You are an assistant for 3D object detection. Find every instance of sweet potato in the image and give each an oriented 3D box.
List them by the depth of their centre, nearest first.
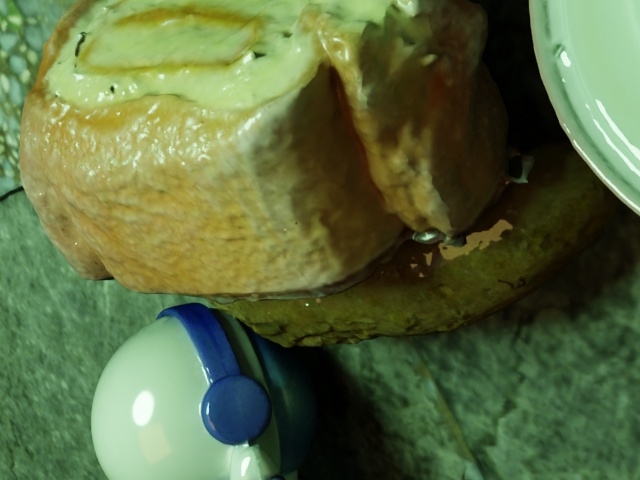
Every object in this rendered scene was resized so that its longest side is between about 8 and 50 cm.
[{"bbox_3d":[0.001,0.004,0.621,0.341,0.092,0.114,2,88,38],"label":"sweet potato"}]

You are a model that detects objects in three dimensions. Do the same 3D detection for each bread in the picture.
[{"bbox_3d":[-0.024,-0.071,0.538,0.244,0.190,0.123,4,146,37],"label":"bread"}]

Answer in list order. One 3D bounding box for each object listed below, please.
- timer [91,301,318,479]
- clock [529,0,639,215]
[{"bbox_3d":[-0.037,0.224,0.685,0.270,0.270,0.383,-18,85,43],"label":"timer"},{"bbox_3d":[0.182,-0.102,0.361,0.244,0.056,0.244,-11,70,33],"label":"clock"}]
